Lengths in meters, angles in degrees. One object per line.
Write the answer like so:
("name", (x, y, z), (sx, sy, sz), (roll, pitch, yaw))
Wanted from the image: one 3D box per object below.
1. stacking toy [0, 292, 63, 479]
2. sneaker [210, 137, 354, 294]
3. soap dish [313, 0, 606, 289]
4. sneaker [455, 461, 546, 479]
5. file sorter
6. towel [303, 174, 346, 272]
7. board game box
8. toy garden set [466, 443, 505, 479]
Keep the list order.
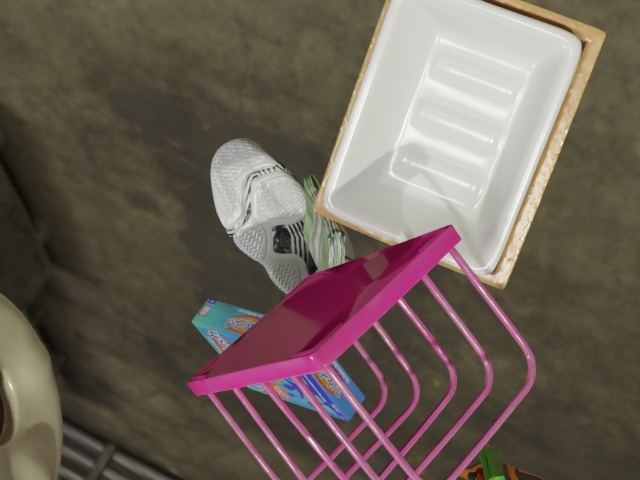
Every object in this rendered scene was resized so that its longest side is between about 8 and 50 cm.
("stacking toy", (-0.635, 0.270, 1.551), (0.480, 0.350, 0.350), (-15, 137, 14))
("sneaker", (-0.056, -0.024, 1.827), (0.366, 0.137, 0.210), (53, -173, -18))
("soap dish", (0.147, -0.125, 1.207), (0.229, 0.291, 0.118), (23, -166, 13))
("sneaker", (0.226, 0.456, 1.621), (0.180, 0.321, 0.124), (28, 137, 10))
("file sorter", (0.042, 0.139, 1.141), (0.182, 0.202, 0.290), (53, 150, -8))
("towel", (0.000, 0.000, 1.420), (0.023, 0.152, 0.113), (-6, 124, -14))
("board game box", (-0.060, 0.162, 1.532), (0.210, 0.047, 0.160), (11, 146, 46))
("toy garden set", (0.199, 0.367, 1.340), (0.049, 0.244, 0.204), (-6, -173, 5))
